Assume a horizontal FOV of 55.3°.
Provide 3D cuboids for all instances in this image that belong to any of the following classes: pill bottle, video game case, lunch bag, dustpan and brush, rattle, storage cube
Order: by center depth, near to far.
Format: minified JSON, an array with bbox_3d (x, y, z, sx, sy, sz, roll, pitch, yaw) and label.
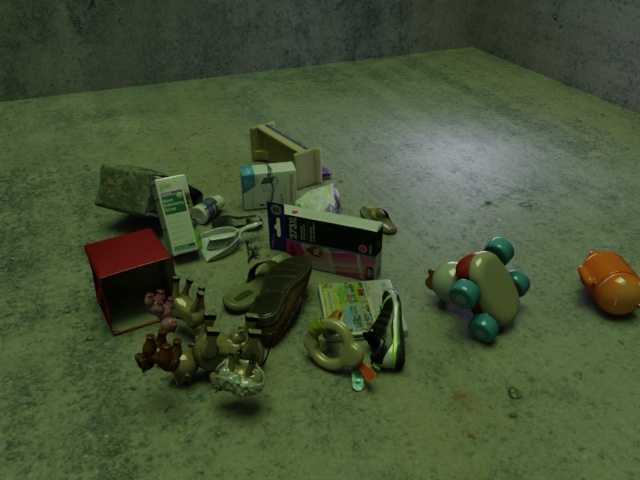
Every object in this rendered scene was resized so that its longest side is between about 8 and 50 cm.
[{"bbox_3d":[0.069,0.262,1.469,0.200,0.130,0.143,28,3,21],"label":"rattle"},{"bbox_3d":[-0.501,0.104,1.634,0.215,0.183,0.193,-18,34,-25],"label":"storage cube"},{"bbox_3d":[0.108,0.184,1.640,0.207,0.026,0.227,-4,32,-5],"label":"video game case"},{"bbox_3d":[-0.283,-0.013,1.938,0.211,0.060,0.147,-14,34,-20],"label":"dustpan and brush"},{"bbox_3d":[-0.568,-0.154,2.064,0.235,0.168,0.287,13,4,27],"label":"lunch bag"},{"bbox_3d":[-0.382,-0.110,2.094,0.067,0.067,0.120,15,35,24],"label":"pill bottle"}]

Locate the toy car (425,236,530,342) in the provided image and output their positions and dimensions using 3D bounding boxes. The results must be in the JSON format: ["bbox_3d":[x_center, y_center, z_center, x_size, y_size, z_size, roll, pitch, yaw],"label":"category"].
[{"bbox_3d":[0.386,0.129,1.622,0.219,0.210,0.238,-44,21,-31],"label":"toy car"}]

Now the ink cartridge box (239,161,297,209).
[{"bbox_3d":[-0.183,-0.194,2.157,0.191,0.139,0.082,-7,31,-10],"label":"ink cartridge box"}]

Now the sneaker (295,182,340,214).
[{"bbox_3d":[-0.016,-0.088,2.037,0.152,0.114,0.305,-10,25,12],"label":"sneaker"}]

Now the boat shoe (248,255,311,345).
[{"bbox_3d":[-0.103,0.154,1.624,0.111,0.104,0.307,4,32,24],"label":"boat shoe"}]

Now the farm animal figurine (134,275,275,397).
[{"bbox_3d":[-0.276,0.244,1.434,0.327,0.172,0.330,13,24,-1],"label":"farm animal figurine"}]

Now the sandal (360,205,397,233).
[{"bbox_3d":[0.198,-0.081,2.049,0.072,0.049,0.180,-15,34,-22],"label":"sandal"}]

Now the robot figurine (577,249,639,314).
[{"bbox_3d":[0.785,0.114,1.642,0.128,0.158,0.219,-32,27,16],"label":"robot figurine"}]

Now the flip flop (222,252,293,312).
[{"bbox_3d":[-0.167,0.106,1.721,0.112,0.080,0.277,22,38,32],"label":"flip flop"}]

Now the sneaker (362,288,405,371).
[{"bbox_3d":[0.151,0.212,1.501,0.097,0.084,0.234,-1,44,2],"label":"sneaker"}]

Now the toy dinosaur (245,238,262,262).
[{"bbox_3d":[-0.221,0.024,1.899,0.090,0.047,0.082,-37,27,-30],"label":"toy dinosaur"}]

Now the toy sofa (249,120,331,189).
[{"bbox_3d":[-0.117,-0.348,2.401,0.177,0.150,0.362,-21,37,-28],"label":"toy sofa"}]

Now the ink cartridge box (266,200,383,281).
[{"bbox_3d":[0.000,0.000,1.799,0.371,0.175,0.069,13,35,21],"label":"ink cartridge box"}]

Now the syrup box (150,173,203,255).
[{"bbox_3d":[-0.441,-0.078,1.869,0.093,0.236,0.096,-15,7,-22],"label":"syrup box"}]

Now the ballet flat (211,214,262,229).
[{"bbox_3d":[-0.278,-0.054,2.035,0.173,0.049,0.057,-2,64,5],"label":"ballet flat"}]
